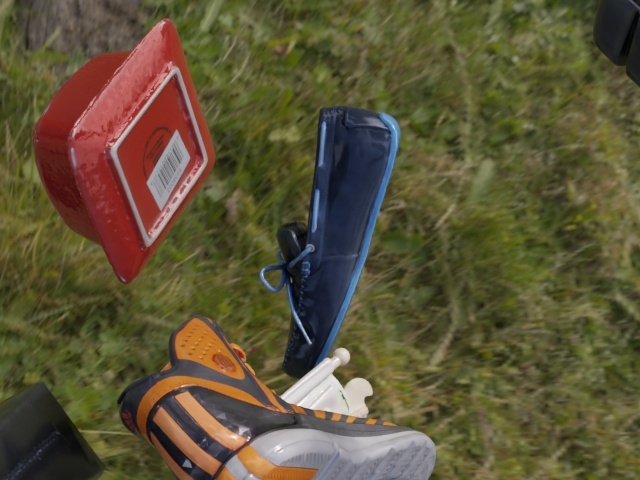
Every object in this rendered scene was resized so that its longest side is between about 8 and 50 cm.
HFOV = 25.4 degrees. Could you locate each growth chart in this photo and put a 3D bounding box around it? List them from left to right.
[{"bbox_3d":[0.005,0.229,1.248,0.172,0.021,0.237,-27,108,-42],"label":"growth chart"}]

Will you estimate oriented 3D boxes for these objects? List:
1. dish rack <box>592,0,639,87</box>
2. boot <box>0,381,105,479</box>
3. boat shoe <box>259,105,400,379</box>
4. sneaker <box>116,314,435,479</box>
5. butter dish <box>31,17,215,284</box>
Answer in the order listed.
[{"bbox_3d":[0.327,-0.113,0.934,0.271,0.074,0.208,-8,44,-31],"label":"dish rack"},{"bbox_3d":[-0.381,0.260,0.953,0.367,0.445,0.146,-22,98,15],"label":"boot"},{"bbox_3d":[0.000,0.000,1.311,0.089,0.109,0.258,17,95,0],"label":"boat shoe"},{"bbox_3d":[-0.034,0.141,1.101,0.180,0.321,0.125,41,95,29],"label":"sneaker"},{"bbox_3d":[-0.170,-0.074,1.102,0.118,0.160,0.160,10,49,25],"label":"butter dish"}]
